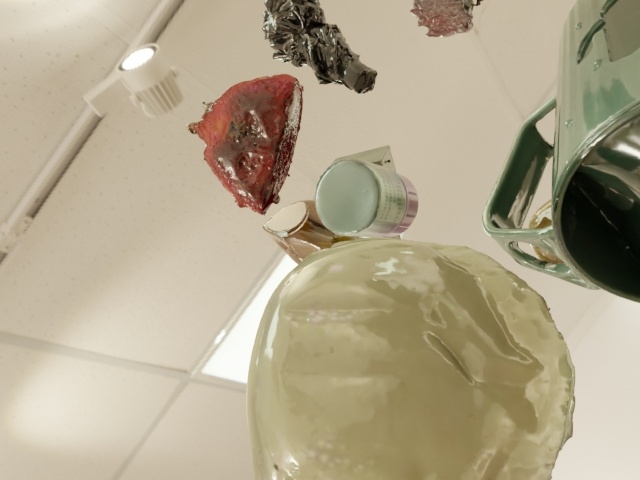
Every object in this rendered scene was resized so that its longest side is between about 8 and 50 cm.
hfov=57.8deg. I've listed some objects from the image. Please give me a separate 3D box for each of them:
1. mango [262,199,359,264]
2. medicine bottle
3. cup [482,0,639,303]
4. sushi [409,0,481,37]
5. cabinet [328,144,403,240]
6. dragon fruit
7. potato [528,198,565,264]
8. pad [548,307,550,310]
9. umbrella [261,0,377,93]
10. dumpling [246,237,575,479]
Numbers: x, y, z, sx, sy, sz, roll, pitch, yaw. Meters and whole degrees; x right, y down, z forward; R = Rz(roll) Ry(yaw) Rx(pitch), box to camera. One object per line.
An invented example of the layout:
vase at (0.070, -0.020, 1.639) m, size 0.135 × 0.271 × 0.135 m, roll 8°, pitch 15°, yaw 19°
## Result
mango at (0.000, 0.000, 1.222) m, size 0.136 × 0.236 × 0.166 m, roll -45°, pitch -64°, yaw -10°
medicine bottle at (0.085, -0.069, 1.019) m, size 0.168 × 0.135 × 0.135 m, roll 5°, pitch -64°, yaw -55°
cup at (0.390, -0.144, 0.697) m, size 0.392 × 0.400 × 0.310 m, roll -73°, pitch -30°, yaw -43°
sushi at (0.158, -0.405, 0.796) m, size 0.241 × 0.107 × 0.162 m, roll 24°, pitch -101°, yaw -55°
cabinet at (0.121, -0.103, 1.421) m, size 0.145 × 0.150 × 0.206 m, roll -60°, pitch -46°, yaw -63°
dragon fruit at (-0.146, -0.210, 1.123) m, size 0.134 × 0.211 × 0.262 m, roll -66°, pitch -5°, yaw -74°
potato at (0.608, -0.038, 1.315) m, size 0.296 × 0.192 × 0.141 m, roll -44°, pitch -3°, yaw 35°
pad at (0.420, 0.243, 1.490) m, size 0.005 × 0.299 × 0.202 m, roll 52°, pitch -124°, yaw -29°
umbrella at (-0.020, -0.401, 1.219) m, size 0.128 × 0.337 × 0.154 m, roll 9°, pitch -47°, yaw -50°
dumpling at (0.076, 0.144, 0.563) m, size 0.233 × 0.315 × 0.395 m, roll 50°, pitch -134°, yaw -39°
